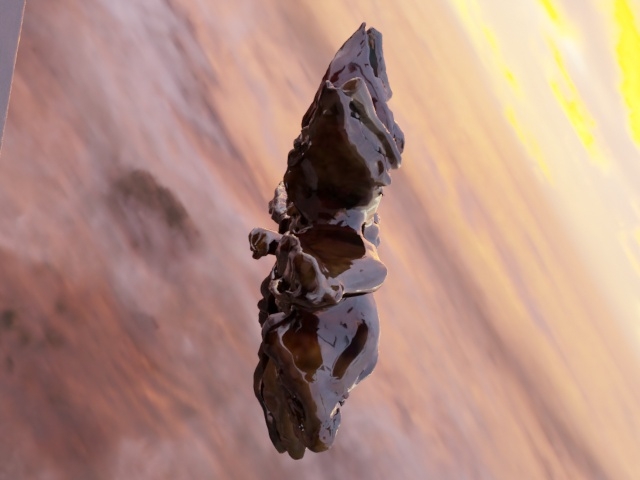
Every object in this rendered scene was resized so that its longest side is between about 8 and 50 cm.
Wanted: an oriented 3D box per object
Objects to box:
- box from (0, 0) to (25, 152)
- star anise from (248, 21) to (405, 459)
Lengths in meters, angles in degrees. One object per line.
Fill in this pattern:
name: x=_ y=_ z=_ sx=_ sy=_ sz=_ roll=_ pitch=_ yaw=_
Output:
box: x=-0.296 y=-0.164 z=0.782 sx=0.188 sy=0.153 sz=0.252 roll=27 pitch=68 yaw=-69
star anise: x=0.000 y=-0.001 z=0.768 sx=0.288 sy=0.088 sz=0.288 roll=-169 pitch=-90 yaw=-87
